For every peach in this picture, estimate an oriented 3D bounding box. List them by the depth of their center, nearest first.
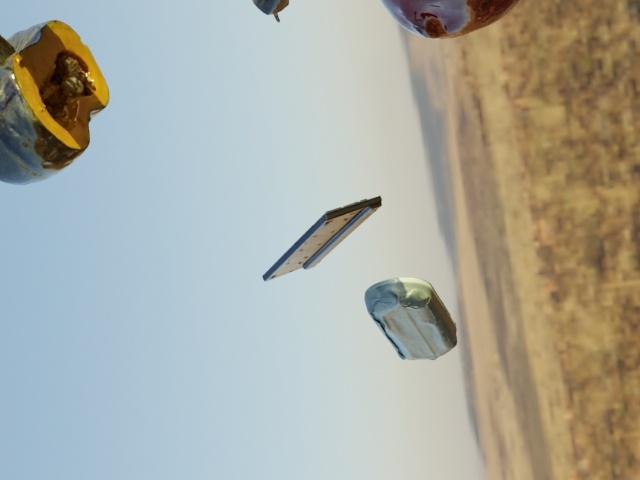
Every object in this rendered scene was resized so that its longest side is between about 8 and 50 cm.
[{"bbox_3d":[0.224,-0.510,2.299,0.290,0.372,0.372,53,-158,-34],"label":"peach"}]

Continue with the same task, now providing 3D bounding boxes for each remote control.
[{"bbox_3d":[0.138,0.121,2.040,0.247,0.104,0.052,51,-150,-58],"label":"remote control"}]

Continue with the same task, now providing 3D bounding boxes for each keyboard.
[{"bbox_3d":[0.000,0.000,1.992,0.018,0.101,0.310,68,157,10],"label":"keyboard"}]

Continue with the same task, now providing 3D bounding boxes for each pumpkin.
[{"bbox_3d":[-0.443,-0.224,2.047,0.222,0.139,0.317,50,-156,-20],"label":"pumpkin"}]

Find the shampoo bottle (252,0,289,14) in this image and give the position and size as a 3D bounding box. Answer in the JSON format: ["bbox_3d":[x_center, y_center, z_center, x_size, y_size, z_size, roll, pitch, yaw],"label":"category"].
[{"bbox_3d":[-0.034,-0.487,2.037,0.125,0.084,0.350,49,143,18],"label":"shampoo bottle"}]

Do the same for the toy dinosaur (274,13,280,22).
[{"bbox_3d":[-0.083,-0.452,2.233,0.187,0.044,0.106,-103,19,-48],"label":"toy dinosaur"}]
